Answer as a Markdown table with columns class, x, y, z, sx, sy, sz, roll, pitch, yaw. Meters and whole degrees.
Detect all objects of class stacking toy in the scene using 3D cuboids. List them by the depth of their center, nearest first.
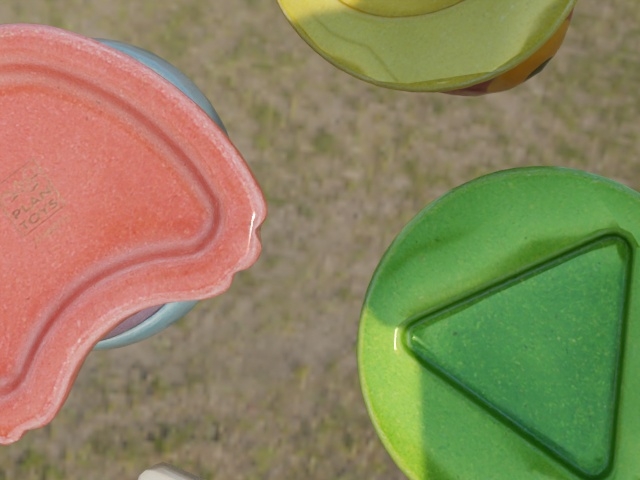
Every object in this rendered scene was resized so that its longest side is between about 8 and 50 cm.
| class | x | y | z | sx | sy | sz | roll | pitch | yaw |
| --- | --- | --- | --- | --- | --- | --- | --- | --- | --- |
| stacking toy | 0.000 | 0.000 | 0.651 | 0.309 | 0.279 | 0.130 | -28 | -3 | 8 |
